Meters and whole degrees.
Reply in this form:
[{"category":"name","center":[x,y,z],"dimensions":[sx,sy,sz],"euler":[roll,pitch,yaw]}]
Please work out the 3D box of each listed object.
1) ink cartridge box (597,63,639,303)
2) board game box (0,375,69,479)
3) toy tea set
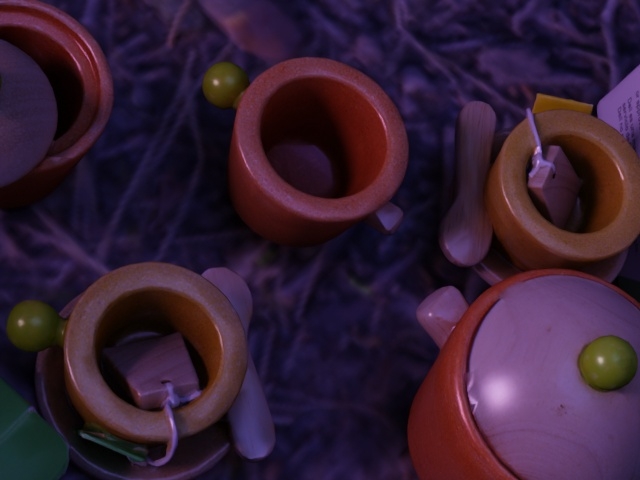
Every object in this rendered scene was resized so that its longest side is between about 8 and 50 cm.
[{"category":"ink cartridge box","center":[0.239,-0.028,0.612],"dimensions":[0.117,0.278,0.201],"euler":[8,64,-20]},{"category":"board game box","center":[-0.220,0.032,0.527],"dimensions":[0.259,0.039,0.124],"euler":[41,57,3]},{"category":"toy tea set","center":[0.000,0.000,0.573],"dimensions":[0.336,0.124,0.200],"euler":[9,66,-14]}]
